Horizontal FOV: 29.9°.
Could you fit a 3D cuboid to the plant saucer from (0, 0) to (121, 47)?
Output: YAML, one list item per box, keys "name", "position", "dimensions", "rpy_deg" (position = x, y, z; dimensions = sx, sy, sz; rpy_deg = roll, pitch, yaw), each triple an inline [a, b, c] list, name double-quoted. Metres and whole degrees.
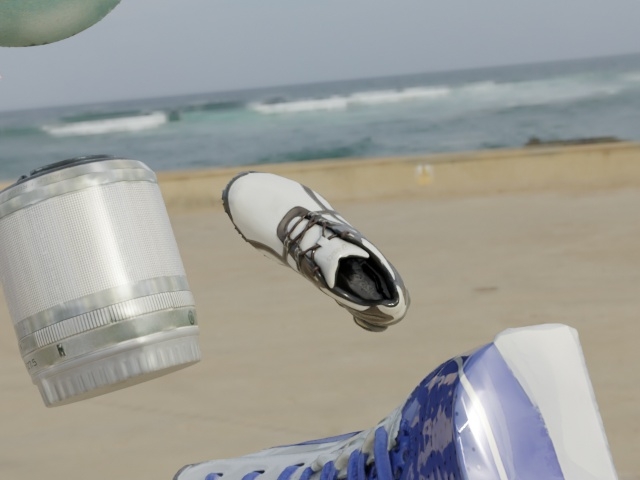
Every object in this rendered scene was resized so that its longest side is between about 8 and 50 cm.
- name: "plant saucer"
  position: [-0.205, -0.223, 0.802]
  dimensions: [0.195, 0.195, 0.037]
  rpy_deg: [-7, 21, -15]

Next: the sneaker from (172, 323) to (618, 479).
- name: "sneaker"
  position: [0.022, 0.141, 0.538]
  dimensions: [0.182, 0.127, 0.315]
  rpy_deg: [-11, -17, -6]

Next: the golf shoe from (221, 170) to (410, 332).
- name: "golf shoe"
  position: [0.000, 0.000, 1.049]
  dimensions: [0.198, 0.077, 0.094]
  rpy_deg: [36, -8, 2]

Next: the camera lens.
- name: "camera lens"
  position: [-0.279, 0.046, 1.475]
  dimensions: [0.219, 0.274, 0.219]
  rpy_deg: [-18, -7, -2]
